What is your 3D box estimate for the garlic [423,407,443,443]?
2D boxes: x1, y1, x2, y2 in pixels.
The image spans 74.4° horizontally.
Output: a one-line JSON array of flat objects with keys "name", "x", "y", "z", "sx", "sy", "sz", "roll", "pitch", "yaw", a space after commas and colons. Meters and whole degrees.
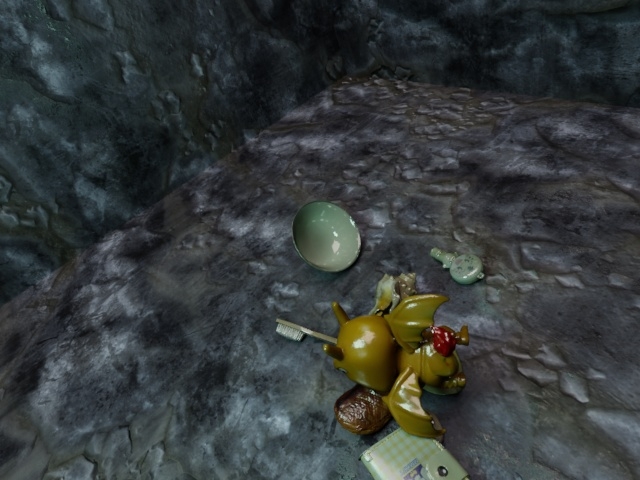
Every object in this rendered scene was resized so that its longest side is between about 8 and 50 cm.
[{"name": "garlic", "x": 0.322, "y": 0.560, "z": 1.239, "sx": 0.084, "sy": 0.066, "sz": 0.152, "roll": -48, "pitch": 35, "yaw": 13}]

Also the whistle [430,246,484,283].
[{"name": "whistle", "x": 0.537, "y": 0.094, "z": 1.657, "sx": 0.126, "sy": 0.067, "sz": 0.258, "roll": -46, "pitch": 38, "yaw": -8}]

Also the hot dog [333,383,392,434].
[{"name": "hot dog", "x": 0.150, "y": 0.511, "z": 1.341, "sx": 0.227, "sy": 0.099, "sz": 0.160, "roll": -32, "pitch": 40, "yaw": -14}]

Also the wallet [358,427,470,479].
[{"name": "wallet", "x": 0.276, "y": 0.639, "z": 1.091, "sx": 0.223, "sy": 0.077, "sz": 0.309, "roll": -28, "pitch": 50, "yaw": -16}]

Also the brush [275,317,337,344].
[{"name": "brush", "x": -0.047, "y": 0.373, "z": 1.630, "sx": 0.328, "sy": 0.070, "sz": 0.065, "roll": 11, "pitch": 68, "yaw": 32}]

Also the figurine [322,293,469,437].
[{"name": "figurine", "x": 0.224, "y": 0.306, "z": 1.220, "sx": 0.387, "sy": 0.400, "sz": 0.268, "roll": 3, "pitch": 19, "yaw": 18}]

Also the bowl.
[{"name": "bowl", "x": 0.000, "y": 0.000, "z": 1.905, "sx": 0.337, "sy": 0.337, "sz": 0.157, "roll": -53, "pitch": 8, "yaw": -31}]

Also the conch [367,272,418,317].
[{"name": "conch", "x": 0.263, "y": 0.261, "z": 1.489, "sx": 0.186, "sy": 0.263, "sz": 0.323, "roll": 16, "pitch": 87, "yaw": 12}]

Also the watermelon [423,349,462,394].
[{"name": "watermelon", "x": 0.380, "y": 0.417, "z": 1.350, "sx": 0.193, "sy": 0.137, "sz": 0.145, "roll": -28, "pitch": 74, "yaw": -8}]
